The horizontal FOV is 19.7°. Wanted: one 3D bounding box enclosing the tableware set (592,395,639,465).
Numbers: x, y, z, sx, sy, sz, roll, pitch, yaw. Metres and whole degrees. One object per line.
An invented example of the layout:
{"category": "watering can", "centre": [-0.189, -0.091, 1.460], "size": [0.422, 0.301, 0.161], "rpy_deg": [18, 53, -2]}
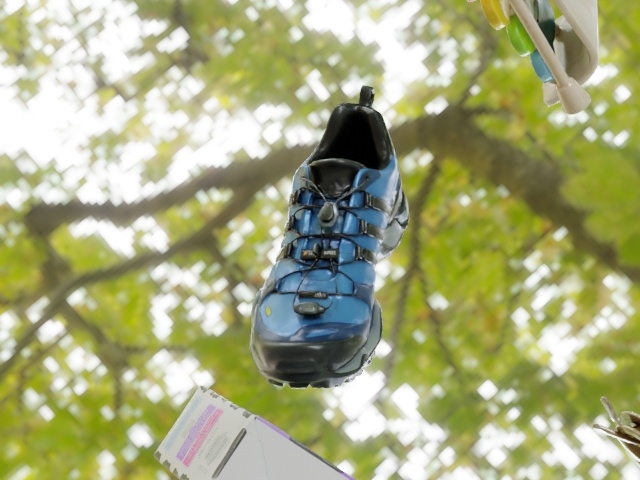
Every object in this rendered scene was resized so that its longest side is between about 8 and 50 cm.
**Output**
{"category": "tableware set", "centre": [0.364, 0.254, 1.965], "size": [0.128, 0.039, 0.194], "rpy_deg": [25, -23, 49]}

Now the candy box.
{"category": "candy box", "centre": [-0.022, 0.185, 1.345], "size": [0.165, 0.070, 0.196], "rpy_deg": [34, -7, -14]}

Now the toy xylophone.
{"category": "toy xylophone", "centre": [0.178, -0.253, 1.742], "size": [0.081, 0.236, 0.322], "rpy_deg": [-20, -56, 26]}

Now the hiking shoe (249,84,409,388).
{"category": "hiking shoe", "centre": [0.000, 0.000, 1.529], "size": [0.113, 0.304, 0.132], "rpy_deg": [-1, -56, 12]}
